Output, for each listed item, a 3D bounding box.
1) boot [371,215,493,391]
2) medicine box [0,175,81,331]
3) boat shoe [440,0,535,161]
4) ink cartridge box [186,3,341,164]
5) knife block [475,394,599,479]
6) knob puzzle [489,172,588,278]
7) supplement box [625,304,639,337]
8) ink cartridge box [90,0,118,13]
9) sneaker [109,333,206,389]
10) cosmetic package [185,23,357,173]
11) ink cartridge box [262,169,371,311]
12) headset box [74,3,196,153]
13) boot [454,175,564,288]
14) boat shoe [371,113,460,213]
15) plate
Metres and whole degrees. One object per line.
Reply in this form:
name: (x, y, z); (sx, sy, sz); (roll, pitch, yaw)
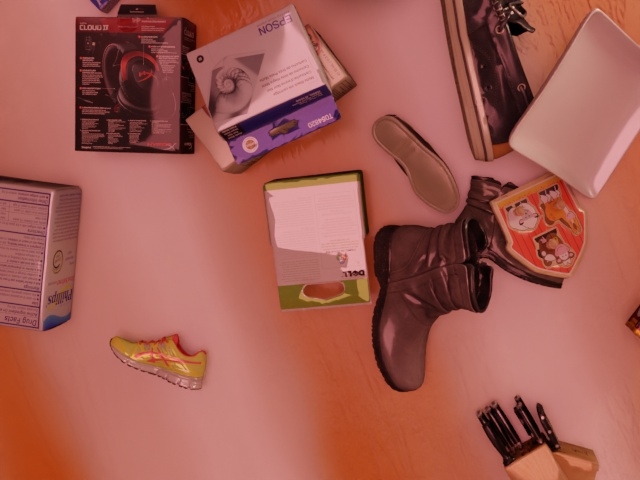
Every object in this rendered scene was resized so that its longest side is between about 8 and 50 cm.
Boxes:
boot: (0.213, 0.127, 1.820); (0.223, 0.118, 0.338); (-1, 97, 40)
medicine box: (-0.644, 0.019, 1.967); (0.264, 0.149, 0.289); (8, 96, 8)
boat shoe: (0.307, -0.398, 1.781); (0.156, 0.187, 0.499); (-12, 99, 8)
ink cartridge box: (-0.103, -0.280, 1.764); (0.223, 0.045, 0.223); (-24, 87, 10)
knife block: (0.401, 0.449, 1.882); (0.242, 0.088, 0.275); (13, 97, 8)
knob puzzle: (0.429, -0.020, 1.821); (0.213, 0.030, 0.213); (4, 78, -18)
supplement box: (0.662, 0.112, 1.807); (0.081, 0.104, 0.188); (35, 98, 4)
ink cartridge box: (-0.395, -0.561, 1.934); (0.097, 0.046, 0.207); (45, 99, 3)
sneaker: (-0.325, 0.227, 1.981); (0.209, 0.081, 0.094); (21, 90, 0)
cosmetic package: (-0.091, -0.265, 1.863); (0.296, 0.153, 0.129); (-37, 87, 8)
ink cartridge box: (0.000, 0.000, 1.900); (0.189, 0.097, 0.255); (-5, 97, 8)
headset box: (-0.362, -0.318, 1.916); (0.218, 0.110, 0.293); (2, 95, 8)
boot: (0.375, -0.019, 1.853); (0.247, 0.083, 0.161); (26, 92, 4)
boat shoe: (0.192, -0.151, 1.870); (0.081, 0.069, 0.227); (-40, 88, 21)
plate: (0.485, -0.244, 1.767); (0.278, 0.045, 0.277); (25, 100, -37)
